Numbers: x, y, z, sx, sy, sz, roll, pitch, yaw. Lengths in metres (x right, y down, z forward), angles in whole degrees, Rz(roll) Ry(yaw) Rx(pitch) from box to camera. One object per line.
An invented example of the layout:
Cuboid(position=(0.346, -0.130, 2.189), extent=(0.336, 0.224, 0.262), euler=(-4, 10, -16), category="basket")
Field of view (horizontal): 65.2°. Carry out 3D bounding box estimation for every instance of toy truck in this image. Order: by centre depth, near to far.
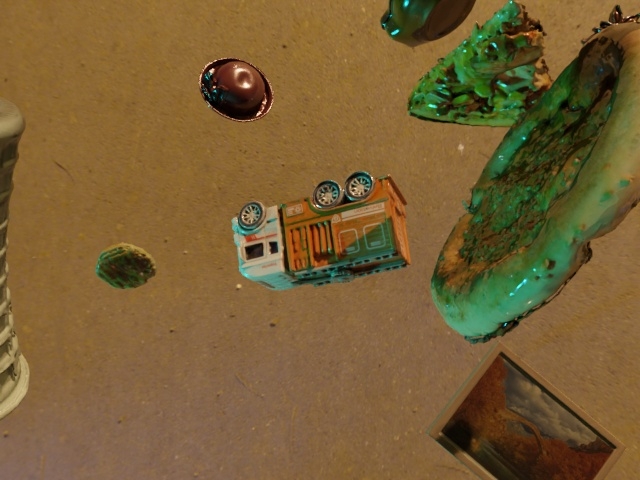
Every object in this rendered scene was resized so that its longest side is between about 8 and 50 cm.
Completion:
Cuboid(position=(0.000, 0.000, 1.121), extent=(0.388, 0.173, 0.206), euler=(-14, 66, 19), category="toy truck")

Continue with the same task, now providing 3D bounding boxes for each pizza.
Cuboid(position=(0.299, -0.241, 0.788), extent=(0.252, 0.288, 0.073), euler=(9, 79, -14), category="pizza")

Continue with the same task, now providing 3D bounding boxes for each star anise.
Cuboid(position=(0.656, -0.452, 1.164), extent=(0.097, 0.070, 0.191), euler=(44, 104, -3), category="star anise")

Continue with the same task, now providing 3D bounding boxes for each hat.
Cuboid(position=(-0.213, -0.405, 1.313), extent=(0.206, 0.089, 0.205), euler=(10, 68, -27), category="hat")

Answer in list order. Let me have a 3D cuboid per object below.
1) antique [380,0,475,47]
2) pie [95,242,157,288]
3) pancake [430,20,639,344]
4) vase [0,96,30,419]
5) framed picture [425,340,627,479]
Cuboid(position=(0.277, -0.586, 1.203), extent=(0.278, 0.224, 0.128), euler=(-40, 67, 32), category="antique")
Cuboid(position=(-0.275, 0.038, 0.705), extent=(0.085, 0.084, 0.019), euler=(-23, 41, 11), category="pie")
Cuboid(position=(0.242, -0.057, 0.582), extent=(0.071, 0.382, 0.382), euler=(28, 95, -1), category="pancake")
Cuboid(position=(-0.330, 0.021, 0.445), extent=(0.143, 0.143, 0.298), euler=(24, 115, 11), category="vase")
Cuboid(position=(0.311, 0.300, 0.754), extent=(0.250, 0.016, 0.184), euler=(41, 82, 3), category="framed picture")
